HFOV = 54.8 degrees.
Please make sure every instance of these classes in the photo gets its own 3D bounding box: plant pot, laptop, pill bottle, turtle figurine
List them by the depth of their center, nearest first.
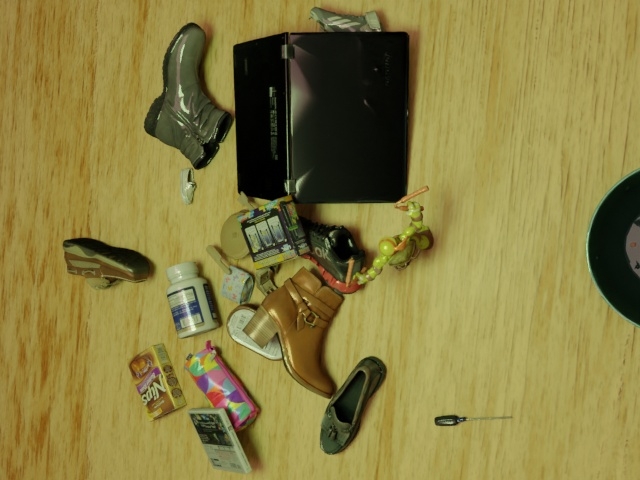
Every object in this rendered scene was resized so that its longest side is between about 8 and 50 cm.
[{"bbox_3d":[0.631,0.011,1.083,0.292,0.235,0.293,0,90,27],"label":"plant pot"},{"bbox_3d":[0.177,0.006,1.316,0.087,0.217,0.270,41,107,20],"label":"turtle figurine"},{"bbox_3d":[-0.014,-0.289,1.490,0.407,0.236,0.382,14,107,54],"label":"laptop"},{"bbox_3d":[-0.345,0.156,1.635,0.112,0.112,0.187,-21,80,25],"label":"pill bottle"}]

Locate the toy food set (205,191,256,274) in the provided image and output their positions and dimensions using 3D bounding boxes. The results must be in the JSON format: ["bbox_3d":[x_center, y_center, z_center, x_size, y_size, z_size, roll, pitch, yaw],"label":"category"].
[{"bbox_3d":[-0.211,-0.014,1.595,0.132,0.038,0.192,46,111,33],"label":"toy food set"}]

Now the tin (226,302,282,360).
[{"bbox_3d":[-0.150,0.232,1.557,0.189,0.040,0.106,25,106,10],"label":"tin"}]

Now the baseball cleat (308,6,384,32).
[{"bbox_3d":[0.074,-0.511,1.460,0.206,0.072,0.109,40,99,11],"label":"baseball cleat"}]

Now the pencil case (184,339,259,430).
[{"bbox_3d":[-0.257,0.382,1.600,0.104,0.104,0.236,-45,74,19],"label":"pencil case"}]

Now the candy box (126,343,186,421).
[{"bbox_3d":[-0.459,0.396,1.725,0.109,0.053,0.187,-30,79,22],"label":"candy box"}]

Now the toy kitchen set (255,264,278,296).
[{"bbox_3d":[-0.114,0.103,1.548,0.068,0.083,0.075,-37,70,-22],"label":"toy kitchen set"}]

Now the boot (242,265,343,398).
[{"bbox_3d":[-0.020,0.222,1.489,0.283,0.109,0.220,43,80,-2],"label":"boot"}]

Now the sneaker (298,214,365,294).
[{"bbox_3d":[0.000,0.000,1.454,0.276,0.097,0.135,39,135,19],"label":"sneaker"}]

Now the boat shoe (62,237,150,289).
[{"bbox_3d":[-0.618,0.079,1.776,0.323,0.122,0.120,15,102,34],"label":"boat shoe"}]

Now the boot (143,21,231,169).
[{"bbox_3d":[-0.317,-0.377,1.634,0.222,0.118,0.338,32,115,20],"label":"boot"}]

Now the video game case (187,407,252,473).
[{"bbox_3d":[-0.261,0.509,1.580,0.190,0.022,0.173,-20,95,52],"label":"video game case"}]

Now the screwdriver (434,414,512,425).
[{"bbox_3d":[0.333,0.389,1.354,0.169,0.024,0.025,-14,55,19],"label":"screwdriver"}]

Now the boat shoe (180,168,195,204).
[{"bbox_3d":[-0.359,-0.149,1.686,0.035,0.035,0.100,-10,79,29],"label":"boat shoe"}]

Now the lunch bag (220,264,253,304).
[{"bbox_3d":[-0.213,0.114,1.603,0.071,0.053,0.083,22,109,27],"label":"lunch bag"}]

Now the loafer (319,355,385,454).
[{"bbox_3d":[0.058,0.392,1.450,0.096,0.084,0.268,31,103,23],"label":"loafer"}]

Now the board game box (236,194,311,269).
[{"bbox_3d":[-0.111,-0.016,1.446,0.170,0.048,0.141,-17,94,48],"label":"board game box"}]
